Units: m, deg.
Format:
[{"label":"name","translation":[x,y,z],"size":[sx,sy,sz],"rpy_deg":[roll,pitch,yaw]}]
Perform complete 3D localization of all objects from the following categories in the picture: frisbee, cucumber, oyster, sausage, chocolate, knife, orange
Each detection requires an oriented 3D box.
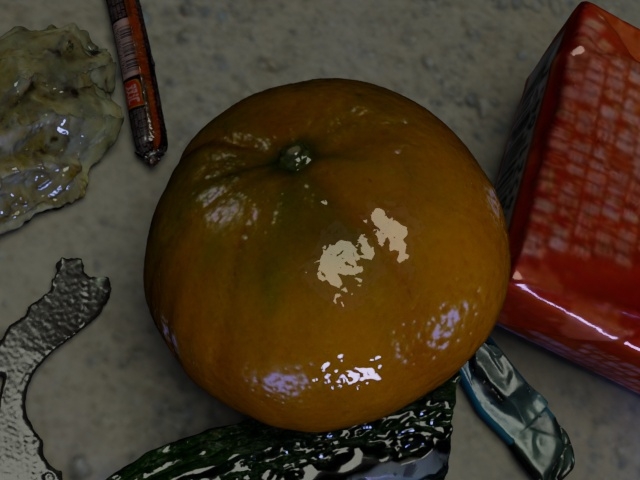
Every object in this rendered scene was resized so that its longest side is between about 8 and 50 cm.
[{"label":"frisbee","translation":[-0.198,0.088,0.822],"size":[0.211,0.012,0.187],"rpy_deg":[41,64,2]},{"label":"cucumber","translation":[-0.026,0.143,0.817],"size":[0.265,0.077,0.077],"rpy_deg":[-10,73,-18]},{"label":"oyster","translation":[-0.215,-0.077,0.849],"size":[0.209,0.072,0.133],"rpy_deg":[-32,84,-26]},{"label":"sausage","translation":[-0.137,-0.144,0.920],"size":[0.028,0.025,0.198],"rpy_deg":[-19,72,11]},{"label":"chocolate","translation":[0.233,-0.010,0.919],"size":[0.235,0.108,0.237],"rpy_deg":[25,63,-14]},{"label":"knife","translation":[0.085,0.054,0.909],"size":[0.044,0.026,0.296],"rpy_deg":[-37,83,-13]},{"label":"orange","translation":[0.000,0.000,0.800],"size":[0.240,0.171,0.240],"rpy_deg":[-10,45,10]}]
